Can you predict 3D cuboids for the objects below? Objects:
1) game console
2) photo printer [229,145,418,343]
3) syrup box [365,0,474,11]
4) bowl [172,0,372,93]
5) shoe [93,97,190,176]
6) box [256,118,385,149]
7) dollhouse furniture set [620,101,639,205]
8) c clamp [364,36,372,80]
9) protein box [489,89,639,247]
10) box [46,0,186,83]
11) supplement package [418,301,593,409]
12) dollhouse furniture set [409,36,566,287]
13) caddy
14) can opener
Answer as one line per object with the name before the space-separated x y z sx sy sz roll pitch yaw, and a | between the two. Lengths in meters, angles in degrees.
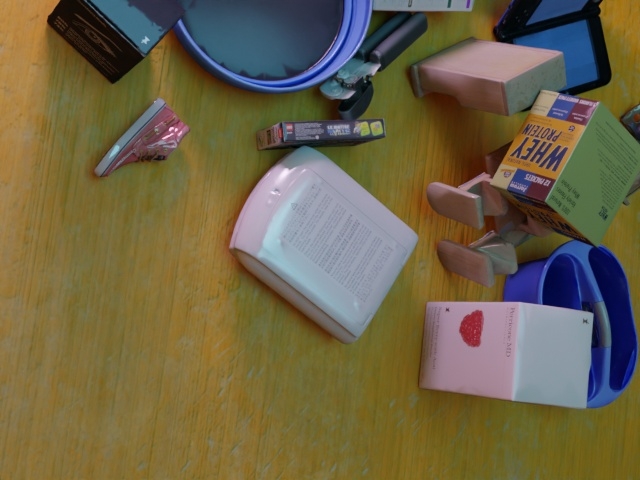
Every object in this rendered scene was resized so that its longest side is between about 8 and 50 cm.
game console | 0.529 -0.436 1.992 0.293 0.250 0.173 -21 70 -27
photo printer | 0.000 0.000 1.722 0.307 0.107 0.256 39 71 -19
syrup box | 0.181 -0.494 1.832 0.237 0.093 0.096 -6 116 -30
bowl | -0.097 -0.451 1.699 0.391 0.077 0.391 2 84 -22
shoe | -0.297 -0.154 1.602 0.081 0.063 0.178 43 65 -13
box | 0.001 -0.193 1.730 0.207 0.114 0.036 -6 90 -27
dollhouse furniture set | 0.694 -0.195 2.104 0.184 0.129 0.129 -38 105 7
c clamp | 0.038 -0.351 1.810 0.161 0.022 0.137 16 80 -26
protein box | 0.453 -0.130 1.731 0.200 0.136 0.201 32 86 -40
box | -0.328 -0.356 1.517 0.153 0.207 0.108 44 69 -18
supplement package | 0.340 0.208 1.781 0.175 0.293 0.177 10 82 -27
dollhouse furniture set | 0.352 -0.177 1.893 0.362 0.256 0.394 -29 121 -25
caddy | 0.523 0.168 1.942 0.241 0.179 0.341 -11 92 -26
can opener | 0.103 -0.338 1.807 0.280 0.074 0.093 -49 141 -25
